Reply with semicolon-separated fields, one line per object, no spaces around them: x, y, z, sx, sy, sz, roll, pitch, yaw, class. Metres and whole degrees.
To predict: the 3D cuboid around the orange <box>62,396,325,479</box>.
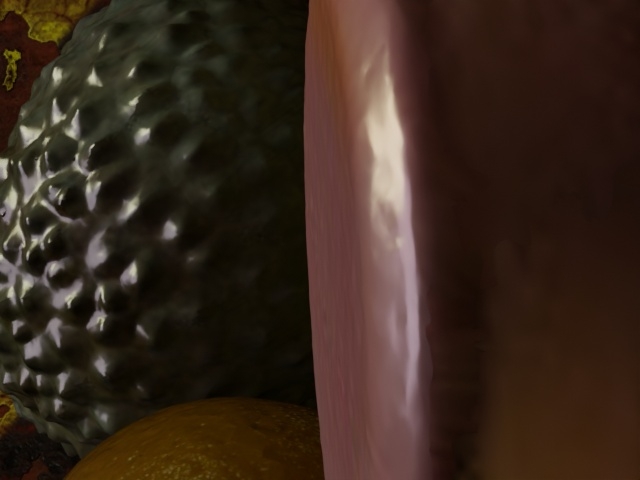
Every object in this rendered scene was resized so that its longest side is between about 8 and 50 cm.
-0.026;0.177;0.772;0.236;0.236;0.236;177;90;-84;orange

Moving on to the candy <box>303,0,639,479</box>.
0.049;0.020;0.546;0.255;0.094;0.255;177;90;-85;candy

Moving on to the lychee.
-0.061;-0.011;0.928;0.255;0.274;0.255;58;-178;-3;lychee
